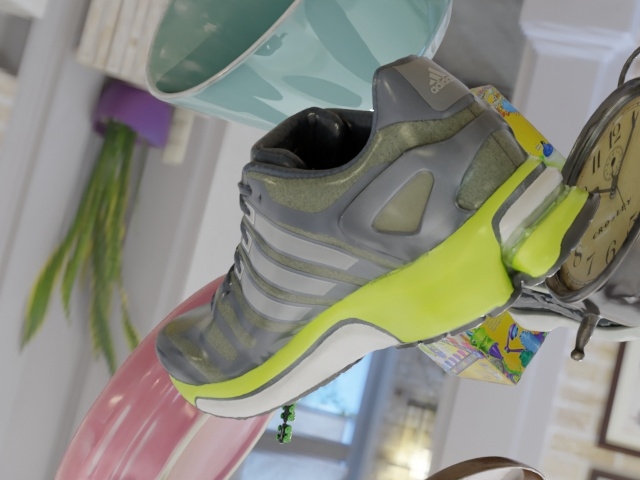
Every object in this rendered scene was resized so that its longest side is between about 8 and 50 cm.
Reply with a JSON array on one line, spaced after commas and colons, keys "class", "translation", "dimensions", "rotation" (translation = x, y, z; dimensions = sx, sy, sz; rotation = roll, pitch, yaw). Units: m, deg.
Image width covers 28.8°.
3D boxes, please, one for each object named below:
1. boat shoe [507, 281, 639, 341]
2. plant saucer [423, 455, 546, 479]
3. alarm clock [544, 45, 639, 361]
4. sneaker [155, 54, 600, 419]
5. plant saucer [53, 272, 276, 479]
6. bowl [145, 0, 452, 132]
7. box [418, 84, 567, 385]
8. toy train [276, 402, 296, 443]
[{"class": "boat shoe", "translation": [0.199, 0.008, 0.924], "dimensions": [0.091, 0.114, 0.302], "rotation": [46, 157, -10]}, {"class": "plant saucer", "translation": [0.131, 0.252, 1.169], "dimensions": [0.168, 0.168, 0.029], "rotation": [19, -146, -44]}, {"class": "alarm clock", "translation": [0.177, -0.035, 0.683], "dimensions": [0.064, 0.192, 0.129], "rotation": [17, 144, -13]}, {"class": "sneaker", "translation": [0.000, 0.000, 0.638], "dimensions": [0.300, 0.111, 0.121], "rotation": [-30, 97, 45]}, {"class": "plant saucer", "translation": [-0.131, 0.184, 1.264], "dimensions": [0.084, 0.332, 0.332], "rotation": [35, 180, 17]}, {"class": "bowl", "translation": [0.000, -0.213, 1.125], "dimensions": [0.163, 0.312, 0.311], "rotation": [35, 164, -29]}, {"class": "box", "translation": [0.204, -0.006, 1.695], "dimensions": [0.279, 0.290, 0.177], "rotation": [42, 164, -17]}, {"class": "toy train", "translation": [-0.043, 0.234, 1.689], "dimensions": [0.017, 0.083, 0.023], "rotation": [12, -179, 27]}]
